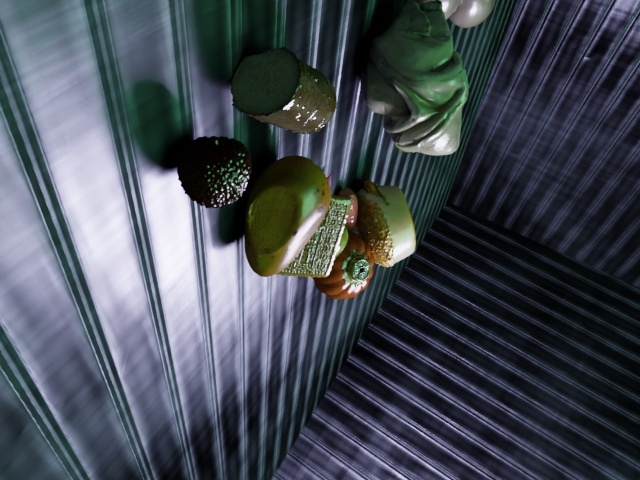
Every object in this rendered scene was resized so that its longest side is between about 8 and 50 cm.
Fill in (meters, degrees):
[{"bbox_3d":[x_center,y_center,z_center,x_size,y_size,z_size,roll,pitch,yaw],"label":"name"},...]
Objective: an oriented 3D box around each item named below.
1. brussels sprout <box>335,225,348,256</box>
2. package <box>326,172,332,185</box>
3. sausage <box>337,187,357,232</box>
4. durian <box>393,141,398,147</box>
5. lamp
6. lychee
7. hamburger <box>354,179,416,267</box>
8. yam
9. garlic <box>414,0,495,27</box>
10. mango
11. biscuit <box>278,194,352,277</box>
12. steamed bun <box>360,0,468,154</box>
[{"bbox_3d":[0.005,-0.005,1.631,0.145,0.131,0.183,-47,175,36],"label":"brussels sprout"},{"bbox_3d":[0.009,-0.148,1.586,0.059,0.029,0.083,-49,168,-30],"label":"package"},{"bbox_3d":[0.083,-0.094,1.815,0.077,0.077,0.194,-55,160,-27],"label":"sausage"},{"bbox_3d":[0.324,-0.390,2.042,0.250,0.101,0.139,-42,155,-48],"label":"durian"},{"bbox_3d":[0.069,0.079,1.824,0.223,0.196,0.223,-7,101,-37],"label":"lamp"},{"bbox_3d":[-0.173,-0.112,0.928,0.123,0.123,0.129,-56,169,-24],"label":"lychee"},{"bbox_3d":[0.202,-0.054,1.922,0.179,0.294,0.276,-15,168,-6],"label":"hamburger"},{"bbox_3d":[-0.055,-0.265,1.033,0.128,0.129,0.238,-66,163,12],"label":"yam"},{"bbox_3d":[0.351,-0.706,1.590,0.340,0.231,0.246,-35,107,-88],"label":"garlic"},{"bbox_3d":[-0.079,-0.052,1.254,0.290,0.160,0.191,-65,173,22],"label":"mango"},{"bbox_3d":[-0.025,-0.008,1.505,0.172,0.029,0.254,5,119,-25],"label":"biscuit"},{"bbox_3d":[0.219,-0.403,1.475,0.346,0.237,0.394,-122,-159,-79],"label":"steamed bun"}]
